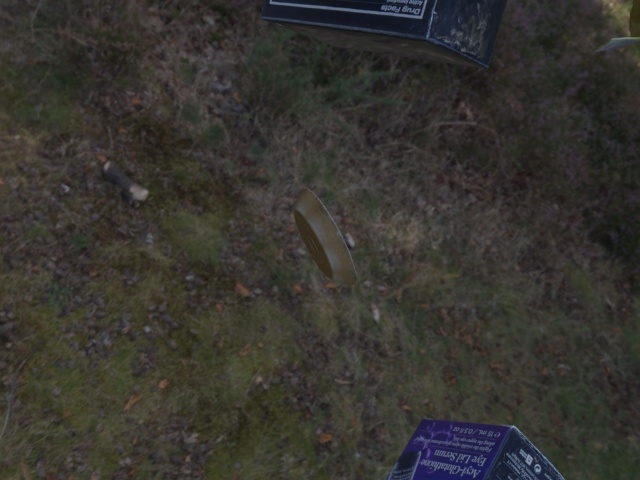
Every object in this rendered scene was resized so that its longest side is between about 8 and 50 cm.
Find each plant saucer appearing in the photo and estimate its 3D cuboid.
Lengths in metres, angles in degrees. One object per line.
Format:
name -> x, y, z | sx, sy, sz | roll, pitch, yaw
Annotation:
plant saucer -> 0.000, 0.000, 0.460 | 0.015, 0.083, 0.083 | -28, 80, -10

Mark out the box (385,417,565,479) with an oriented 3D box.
box -> 0.138, 0.306, 0.642 | 0.108, 0.153, 0.207 | 47, 60, -12

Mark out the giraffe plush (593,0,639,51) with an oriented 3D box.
giraffe plush -> 0.229, -0.203, 0.323 | 0.210, 0.181, 0.170 | -13, 97, -19

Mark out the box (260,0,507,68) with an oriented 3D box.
box -> 0.104, -0.411, 0.821 | 0.296, 0.293, 0.183 | 23, 14, 38
